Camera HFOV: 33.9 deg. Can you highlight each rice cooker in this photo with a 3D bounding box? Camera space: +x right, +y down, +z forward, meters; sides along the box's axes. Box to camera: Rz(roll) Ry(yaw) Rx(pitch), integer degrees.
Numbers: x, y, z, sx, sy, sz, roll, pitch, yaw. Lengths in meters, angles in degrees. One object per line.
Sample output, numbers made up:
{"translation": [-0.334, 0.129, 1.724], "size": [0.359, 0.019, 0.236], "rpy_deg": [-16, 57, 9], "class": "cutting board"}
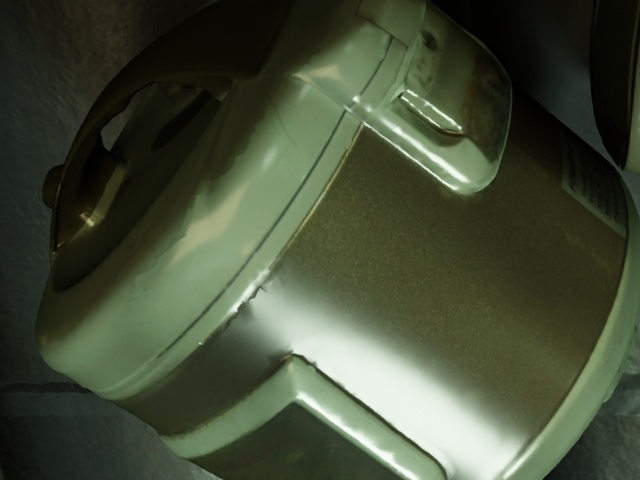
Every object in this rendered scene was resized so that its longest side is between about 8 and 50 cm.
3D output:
{"translation": [0.000, 0.000, 0.670], "size": [0.325, 0.335, 0.335], "rpy_deg": [36, 113, -20], "class": "rice cooker"}

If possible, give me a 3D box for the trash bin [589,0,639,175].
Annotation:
{"translation": [0.305, -0.136, 0.653], "size": [0.250, 0.220, 0.219], "rpy_deg": [12, 109, 4], "class": "trash bin"}
